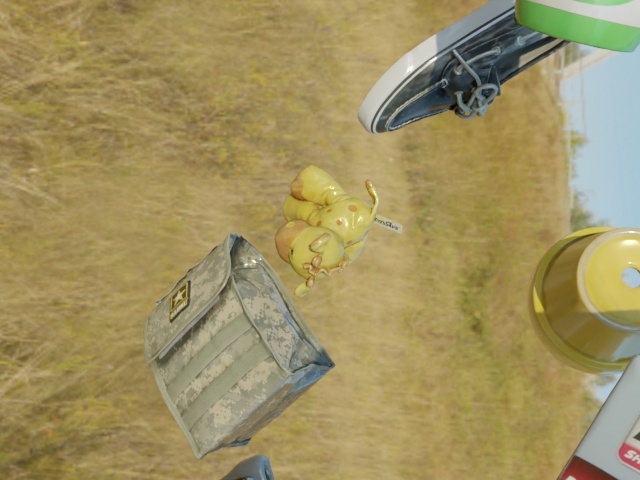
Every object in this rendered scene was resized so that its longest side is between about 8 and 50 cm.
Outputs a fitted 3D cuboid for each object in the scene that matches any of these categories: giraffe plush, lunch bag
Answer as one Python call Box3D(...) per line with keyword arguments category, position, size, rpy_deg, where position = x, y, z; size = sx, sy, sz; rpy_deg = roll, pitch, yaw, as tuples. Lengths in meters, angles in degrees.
Box3D(category="giraffe plush", position=(0.000, 0.000, 1.206), size=(0.170, 0.210, 0.181), rpy_deg=(-45, 133, -41))
Box3D(category="lunch bag", position=(-0.157, 0.160, 1.224), size=(0.287, 0.235, 0.169), rpy_deg=(55, 23, 22))

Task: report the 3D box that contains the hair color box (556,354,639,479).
Box3D(category="hair color box", position=(0.099, 0.257, 0.329), size=(0.374, 0.113, 0.185), rpy_deg=(-48, 143, -23))

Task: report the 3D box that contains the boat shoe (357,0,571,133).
Box3D(category="boat shoe", position=(0.195, -0.215, 0.978), size=(0.105, 0.306, 0.113), rpy_deg=(59, 2, 18))

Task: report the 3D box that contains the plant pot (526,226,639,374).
Box3D(category="plant pot", position=(0.482, 0.085, 1.235), size=(0.239, 0.253, 0.254), rpy_deg=(64, 29, -74))

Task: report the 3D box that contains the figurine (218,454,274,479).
Box3D(category="figurine", position=(-0.209, 0.511, 1.484), size=(0.215, 0.209, 0.092), rpy_deg=(-14, 85, -81))

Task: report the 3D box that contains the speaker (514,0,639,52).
Box3D(category="speaker", position=(0.256, -0.314, 0.614), size=(0.131, 0.131, 0.297), rpy_deg=(-62, 166, -66))
